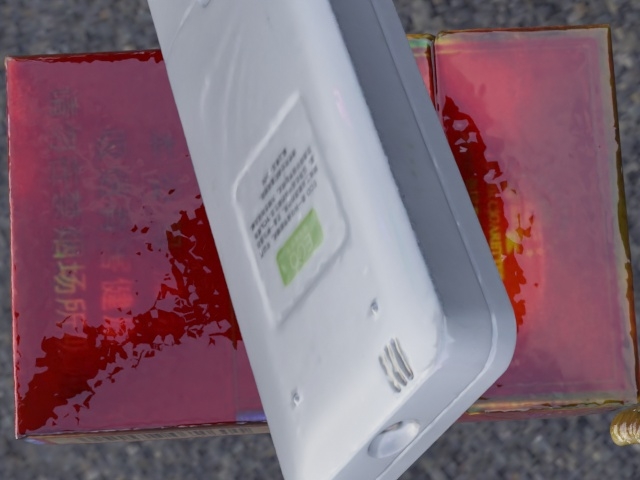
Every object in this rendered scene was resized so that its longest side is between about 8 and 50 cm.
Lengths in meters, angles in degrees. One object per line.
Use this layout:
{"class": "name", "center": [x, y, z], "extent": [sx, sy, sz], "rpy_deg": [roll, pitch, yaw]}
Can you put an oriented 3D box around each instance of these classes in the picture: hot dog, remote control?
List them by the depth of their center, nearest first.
{"class": "remote control", "center": [-0.008, -0.043, 0.554], "extent": [0.103, 0.034, 0.250], "rpy_deg": [-53, 44, 42]}
{"class": "hot dog", "center": [0.261, 0.131, 1.261], "extent": [0.028, 0.044, 0.137], "rpy_deg": [45, 159, -6]}

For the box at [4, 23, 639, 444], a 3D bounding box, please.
{"class": "box", "center": [-0.001, -0.001, 0.873], "extent": [0.313, 0.089, 0.197], "rpy_deg": [-3, 80, -1]}
